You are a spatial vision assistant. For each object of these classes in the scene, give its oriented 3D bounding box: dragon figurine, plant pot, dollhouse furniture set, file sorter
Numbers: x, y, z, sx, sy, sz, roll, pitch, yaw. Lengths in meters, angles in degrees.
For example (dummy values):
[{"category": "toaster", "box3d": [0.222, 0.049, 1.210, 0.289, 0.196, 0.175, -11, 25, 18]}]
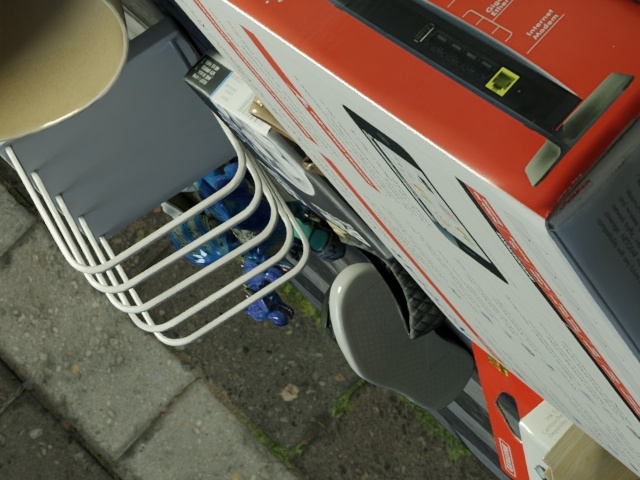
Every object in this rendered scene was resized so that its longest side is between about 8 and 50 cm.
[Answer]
[{"category": "dragon figurine", "box3d": [-0.101, -0.026, 1.935, 0.289, 0.085, 0.144, 41, -146, 27]}, {"category": "plant pot", "box3d": [-0.304, -0.224, 1.487, 0.284, 0.284, 0.191, 52, -154, -61]}, {"category": "dollhouse furniture set", "box3d": [0.218, 0.161, 1.101, 0.161, 0.101, 0.182, 41, 176, 14]}, {"category": "file sorter", "box3d": [-0.142, -0.037, 1.722, 0.173, 0.192, 0.278, 58, -179, 21]}]

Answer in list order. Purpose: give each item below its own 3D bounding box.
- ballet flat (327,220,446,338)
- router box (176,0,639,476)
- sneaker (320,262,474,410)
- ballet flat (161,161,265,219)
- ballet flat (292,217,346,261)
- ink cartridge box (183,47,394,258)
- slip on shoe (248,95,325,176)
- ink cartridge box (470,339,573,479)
[{"category": "ballet flat", "box3d": [0.058, 0.027, 1.674, 0.173, 0.049, 0.057, 46, 174, -32]}, {"category": "router box", "box3d": [0.097, -0.006, 0.785, 0.301, 0.082, 0.335, 40, 174, 47]}, {"category": "sneaker", "box3d": [0.042, 0.075, 1.893, 0.147, 0.105, 0.296, 35, 176, 32]}, {"category": "ballet flat", "box3d": [-0.164, -0.090, 2.284, 0.139, 0.139, 0.400, 42, 179, 29]}, {"category": "ballet flat", "box3d": [0.000, 0.000, 2.048, 0.041, 0.041, 0.114, 46, 176, -24]}, {"category": "ink cartridge box", "box3d": [-0.002, -0.055, 1.501, 0.208, 0.045, 0.206, 44, 176, -27]}, {"category": "slip on shoe", "box3d": [0.005, -0.064, 1.352, 0.135, 0.041, 0.051, 46, 175, -18]}, {"category": "ink cartridge box", "box3d": [0.203, 0.210, 1.573, 0.239, 0.060, 0.275, 37, 159, 34]}]
